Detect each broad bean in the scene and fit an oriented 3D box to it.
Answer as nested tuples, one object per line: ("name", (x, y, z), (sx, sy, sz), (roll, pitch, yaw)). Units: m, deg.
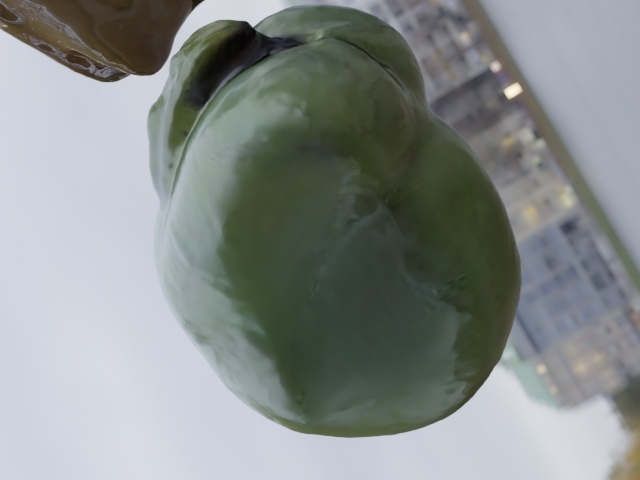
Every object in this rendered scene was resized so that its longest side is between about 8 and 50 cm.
("broad bean", (0.000, 0.000, 0.867), (0.228, 0.169, 0.100), (59, -154, -22))

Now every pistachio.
("pistachio", (-0.161, -0.221, 1.200), (0.260, 0.163, 0.212), (27, -121, -62))
